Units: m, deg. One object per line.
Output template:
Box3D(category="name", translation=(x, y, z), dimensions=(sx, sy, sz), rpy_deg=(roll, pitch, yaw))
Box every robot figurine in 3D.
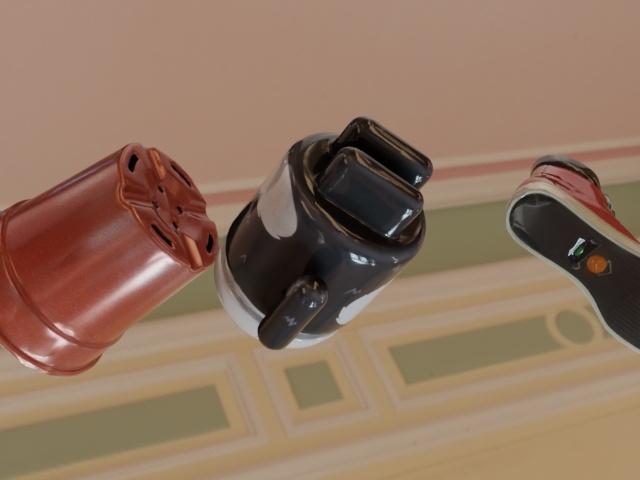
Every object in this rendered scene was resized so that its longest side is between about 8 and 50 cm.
Box3D(category="robot figurine", translation=(0.002, 0.000, 0.946), dimensions=(0.209, 0.278, 0.173), rpy_deg=(-11, -118, -44))

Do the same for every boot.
Box3D(category="boot", translation=(0.308, 0.009, 0.924), dimensions=(0.244, 0.088, 0.176), rpy_deg=(43, -150, 3))

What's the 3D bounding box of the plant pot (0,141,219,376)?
Box3D(category="plant pot", translation=(-0.305, 0.013, 1.256), dimensions=(0.272, 0.265, 0.272), rpy_deg=(49, -158, -28))
